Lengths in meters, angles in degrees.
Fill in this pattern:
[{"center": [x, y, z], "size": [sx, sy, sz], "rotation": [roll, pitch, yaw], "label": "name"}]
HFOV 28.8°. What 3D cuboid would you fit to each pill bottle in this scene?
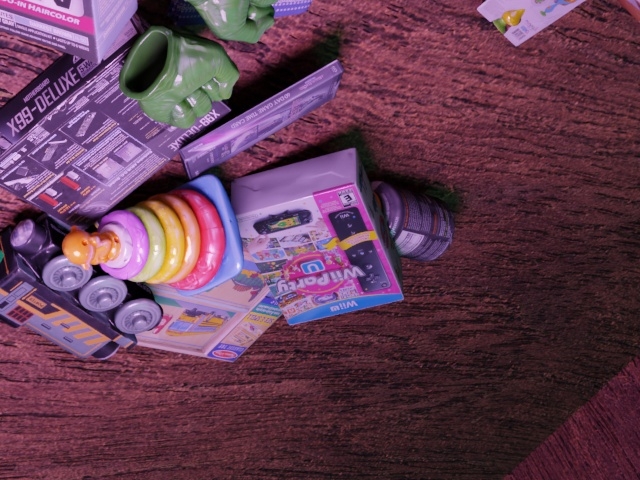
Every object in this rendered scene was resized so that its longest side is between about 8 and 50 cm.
[{"center": [0.134, -0.039, 2.322], "size": [0.130, 0.130, 0.245], "rotation": [-47, 146, 23], "label": "pill bottle"}]

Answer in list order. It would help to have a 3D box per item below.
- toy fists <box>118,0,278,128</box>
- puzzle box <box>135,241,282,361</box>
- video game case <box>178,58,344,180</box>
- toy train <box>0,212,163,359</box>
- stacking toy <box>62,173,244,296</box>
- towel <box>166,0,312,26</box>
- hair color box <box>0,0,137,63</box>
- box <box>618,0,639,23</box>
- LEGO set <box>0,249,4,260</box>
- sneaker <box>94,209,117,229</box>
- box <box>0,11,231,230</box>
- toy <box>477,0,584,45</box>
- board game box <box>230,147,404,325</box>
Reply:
[{"center": [-0.145, -0.276, 1.664], "size": [0.279, 0.096, 0.142], "rotation": [-59, 149, 8], "label": "toy fists"}, {"center": [-0.213, 0.099, 2.280], "size": [0.272, 0.052, 0.409], "rotation": [-45, 147, 20], "label": "puzzle box"}, {"center": [-0.092, -0.183, 1.931], "size": [0.274, 0.026, 0.196], "rotation": [-30, 177, -6], "label": "video game case"}, {"center": [-0.400, 0.081, 1.990], "size": [0.190, 0.142, 0.334], "rotation": [-34, 140, 13], "label": "toy train"}, {"center": [-0.277, 0.005, 1.902], "size": [0.165, 0.175, 0.301], "rotation": [-23, 171, 37], "label": "stacking toy"}, {"center": [-0.065, -0.436, 1.688], "size": [0.243, 0.040, 0.336], "rotation": [-12, 145, -34], "label": "towel"}, {"center": [-0.313, -0.385, 1.358], "size": [0.374, 0.185, 0.114], "rotation": [96, 16, -52], "label": "hair color box"}, {"center": [0.554, -0.432, 2.106], "size": [0.091, 0.170, 0.130], "rotation": [-39, 148, 9], "label": "box"}, {"center": [-0.634, 0.076, 1.806], "size": [0.255, 0.192, 0.331], "rotation": [-42, 170, -52], "label": "LEGO set"}, {"center": [-0.322, -0.031, 2.018], "size": [0.083, 0.031, 0.035], "rotation": [-3, 138, -39], "label": "sneaker"}, {"center": [-0.313, -0.166, 1.793], "size": [0.307, 0.076, 0.242], "rotation": [-38, 149, 10], "label": "box"}, {"center": [0.380, -0.432, 2.057], "size": [0.237, 0.056, 0.137], "rotation": [-37, 140, 21], "label": "toy"}, {"center": [0.000, 0.000, 2.162], "size": [0.224, 0.098, 0.303], "rotation": [-14, 137, 12], "label": "board game box"}]
